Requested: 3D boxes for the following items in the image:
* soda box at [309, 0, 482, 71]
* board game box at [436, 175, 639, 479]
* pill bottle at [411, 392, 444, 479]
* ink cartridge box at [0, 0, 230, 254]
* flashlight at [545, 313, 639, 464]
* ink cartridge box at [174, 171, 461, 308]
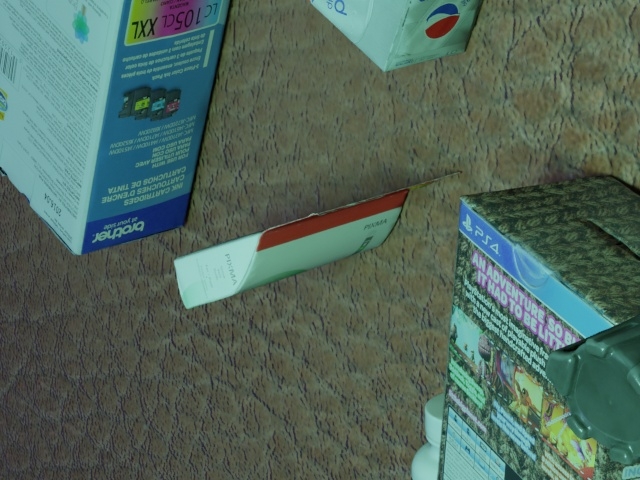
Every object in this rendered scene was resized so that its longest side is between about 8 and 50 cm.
[{"bbox_3d":[0.016,-0.269,1.609,0.286,0.098,0.091,46,136,31],"label":"soda box"},{"bbox_3d":[0.210,0.131,1.429,0.232,0.141,0.291,-135,42,-55],"label":"board game box"},{"bbox_3d":[0.135,0.236,1.642,0.108,0.108,0.193,18,117,48],"label":"pill bottle"},{"bbox_3d":[-0.249,-0.175,1.948,0.270,0.151,0.395,45,134,34],"label":"ink cartridge box"},{"bbox_3d":[0.294,0.068,1.201,0.103,0.304,0.103,-31,80,52],"label":"flashlight"},{"bbox_3d":[0.000,0.000,1.665,0.225,0.181,0.056,-14,93,52],"label":"ink cartridge box"}]
